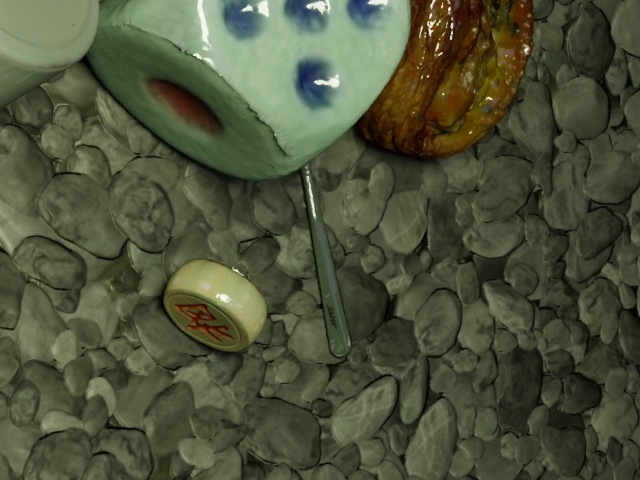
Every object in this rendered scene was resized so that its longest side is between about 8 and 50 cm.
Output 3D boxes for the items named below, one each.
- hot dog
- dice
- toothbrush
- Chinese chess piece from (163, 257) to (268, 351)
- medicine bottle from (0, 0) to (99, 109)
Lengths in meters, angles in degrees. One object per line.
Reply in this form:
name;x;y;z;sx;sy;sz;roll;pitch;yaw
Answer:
hot dog;0.148;-0.293;1.952;0.267;0.174;0.388;12;82;-61
dice;-0.082;-0.242;1.765;0.264;0.268;0.262;43;68;-24
toothbrush;0.000;0.000;1.959;0.030;0.030;0.297;-12;99;-5
Chinese chess piece;-0.120;0.075;1.828;0.122;0.122;0.051;46;55;-24
medicine bottle;-0.372;-0.226;1.556;0.238;0.232;0.238;36;41;-39
